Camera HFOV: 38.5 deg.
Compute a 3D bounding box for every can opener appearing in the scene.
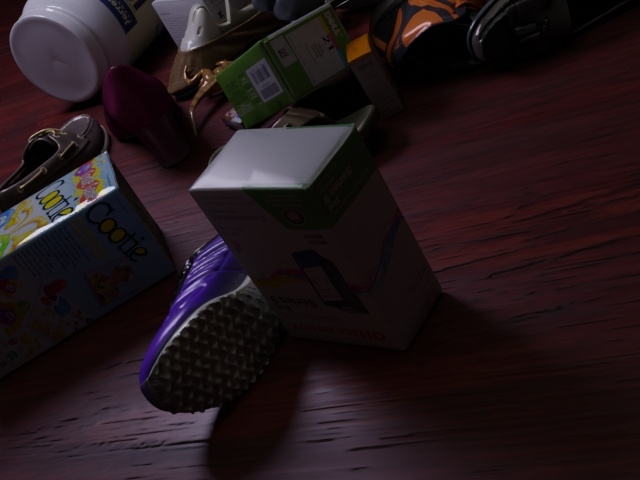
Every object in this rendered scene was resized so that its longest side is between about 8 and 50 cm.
[{"bbox_3d":[-0.034,-0.363,1.467,0.074,0.093,0.280,22,13,12],"label":"can opener"}]

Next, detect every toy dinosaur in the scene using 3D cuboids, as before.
[{"bbox_3d":[-0.188,-0.267,1.555,0.112,0.064,0.211,11,51,46],"label":"toy dinosaur"}]

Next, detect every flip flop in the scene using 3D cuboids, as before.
[{"bbox_3d":[-0.048,-0.136,1.235,0.277,0.080,0.112,-6,39,34],"label":"flip flop"}]

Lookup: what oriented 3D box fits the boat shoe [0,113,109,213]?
[{"bbox_3d":[-0.454,-0.131,1.551,0.117,0.096,0.324,-15,34,23],"label":"boat shoe"}]

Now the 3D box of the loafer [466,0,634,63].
[{"bbox_3d":[0.315,-0.304,1.164,0.268,0.096,0.084,-30,37,-4],"label":"loafer"}]

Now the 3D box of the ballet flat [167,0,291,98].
[{"bbox_3d":[-0.155,-0.396,1.653,0.342,0.124,0.116,-33,31,-4],"label":"ballet flat"}]

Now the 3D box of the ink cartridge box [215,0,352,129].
[{"bbox_3d":[-0.002,-0.280,1.339,0.255,0.097,0.189,-34,10,-24],"label":"ink cartridge box"}]

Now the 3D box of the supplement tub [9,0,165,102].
[{"bbox_3d":[-0.465,-0.459,1.897,0.235,0.235,0.324,-7,38,33],"label":"supplement tub"}]

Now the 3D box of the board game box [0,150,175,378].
[{"bbox_3d":[-0.351,0.031,1.190,0.275,0.144,0.142,-31,31,-3],"label":"board game box"}]

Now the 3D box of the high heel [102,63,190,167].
[{"bbox_3d":[-0.323,-0.256,1.539,0.127,0.181,0.377,-37,32,-12],"label":"high heel"}]

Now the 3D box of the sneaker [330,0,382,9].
[{"bbox_3d":[0.085,-0.490,1.553,0.296,0.104,0.146,-6,74,26],"label":"sneaker"}]

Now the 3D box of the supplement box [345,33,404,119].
[{"bbox_3d":[0.074,-0.221,1.237,0.036,0.098,0.062,-26,32,15],"label":"supplement box"}]

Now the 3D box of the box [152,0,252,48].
[{"bbox_3d":[-0.198,-0.473,1.805,0.182,0.119,0.181,12,51,48],"label":"box"}]

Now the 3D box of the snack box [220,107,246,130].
[{"bbox_3d":[-0.074,-0.236,1.454,0.178,0.022,0.064,-42,34,-19],"label":"snack box"}]

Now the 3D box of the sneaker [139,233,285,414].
[{"bbox_3d":[-0.113,0.071,0.988,0.146,0.102,0.293,-5,34,41],"label":"sneaker"}]

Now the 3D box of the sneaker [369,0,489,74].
[{"bbox_3d":[0.227,-0.331,1.268,0.321,0.124,0.180,-37,34,10],"label":"sneaker"}]

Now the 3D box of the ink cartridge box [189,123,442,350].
[{"bbox_3d":[0.000,0.000,0.875,0.154,0.212,0.093,3,48,41],"label":"ink cartridge box"}]
